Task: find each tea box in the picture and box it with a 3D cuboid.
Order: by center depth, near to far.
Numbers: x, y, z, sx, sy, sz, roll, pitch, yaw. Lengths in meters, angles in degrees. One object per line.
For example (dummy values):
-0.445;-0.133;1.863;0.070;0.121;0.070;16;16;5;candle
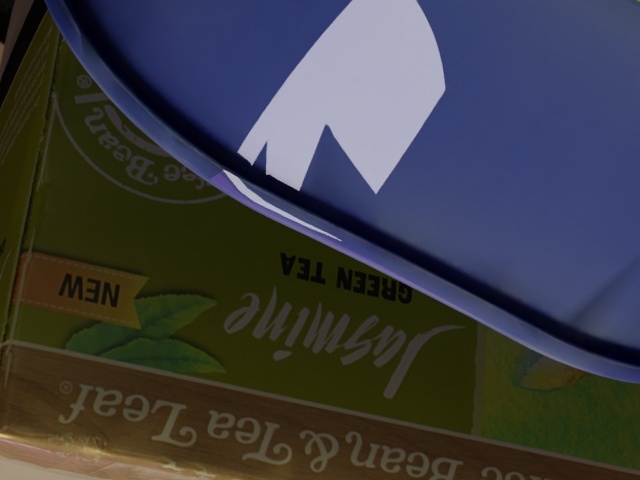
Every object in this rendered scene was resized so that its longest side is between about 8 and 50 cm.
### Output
0.000;0.000;0.725;0.329;0.324;0.220;13;156;-19;tea box

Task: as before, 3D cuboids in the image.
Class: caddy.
0.059;-0.085;0.559;0.341;0.179;0.241;27;-141;-12;caddy
